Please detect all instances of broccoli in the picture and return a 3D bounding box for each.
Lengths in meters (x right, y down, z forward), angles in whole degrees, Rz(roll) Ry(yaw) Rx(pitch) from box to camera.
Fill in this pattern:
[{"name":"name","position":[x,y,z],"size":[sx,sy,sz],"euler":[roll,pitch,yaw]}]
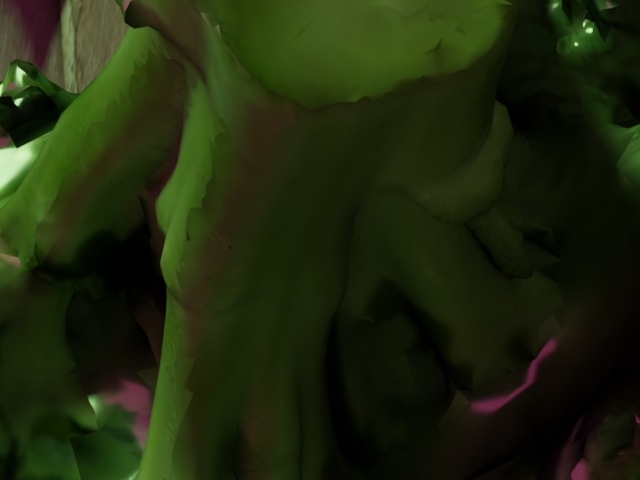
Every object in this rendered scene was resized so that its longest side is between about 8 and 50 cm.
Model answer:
[{"name":"broccoli","position":[0.010,0.004,0.459],"size":[0.260,0.235,0.288],"euler":[-34,58,49]}]
